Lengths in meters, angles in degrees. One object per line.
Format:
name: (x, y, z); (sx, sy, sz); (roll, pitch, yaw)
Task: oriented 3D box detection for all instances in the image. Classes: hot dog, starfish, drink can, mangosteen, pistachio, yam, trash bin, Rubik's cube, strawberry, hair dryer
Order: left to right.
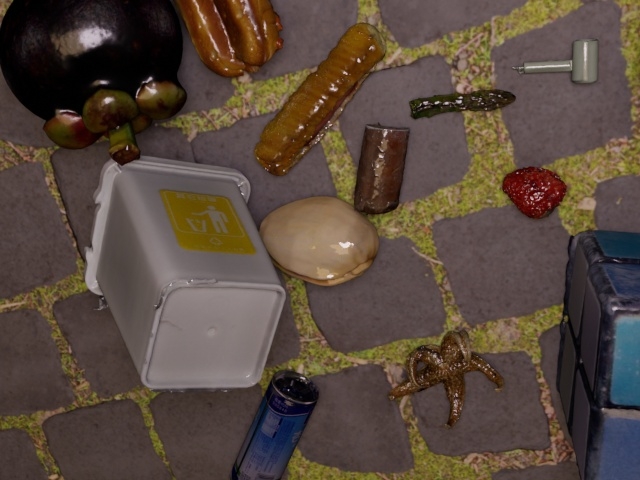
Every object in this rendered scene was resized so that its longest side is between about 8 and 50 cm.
mangosteen: (-0.332, -0.258, 1.107); (0.275, 0.275, 0.302); (-20, 84, 16)
trash bin: (-0.212, 0.065, 1.127); (0.256, 0.367, 0.296); (6, 116, -29)
hot dog: (-0.162, -0.420, 1.110); (0.158, 0.117, 0.349); (-18, 103, 36)
drink can: (-0.087, 0.361, 1.362); (0.097, 0.097, 0.235); (23, 110, 2)
hot dog: (-0.005, -0.221, 1.173); (0.083, 0.068, 0.289); (43, 111, 3)
pistachio: (0.000, 0.000, 1.223); (0.200, 0.117, 0.145); (9, 73, 18)
yam: (0.097, -0.116, 1.184); (0.079, 0.079, 0.141); (9, 109, 8)
starfish: (0.212, 0.245, 1.279); (0.190, 0.074, 0.146); (-30, 99, 18)
strawberry: (0.332, -0.077, 1.153); (0.096, 0.083, 0.083); (19, 110, 11)
hair dryer: (0.353, -0.268, 1.111); (0.124, 0.038, 0.063); (1, 107, 18)
Rubik's cube: (0.531, 0.176, 1.069); (0.318, 0.313, 0.316); (2, 108, 11)

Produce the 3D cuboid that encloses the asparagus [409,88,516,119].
asparagus: (0.221, -0.214, 1.151); (0.165, 0.030, 0.036); (-3, 83, 13)
